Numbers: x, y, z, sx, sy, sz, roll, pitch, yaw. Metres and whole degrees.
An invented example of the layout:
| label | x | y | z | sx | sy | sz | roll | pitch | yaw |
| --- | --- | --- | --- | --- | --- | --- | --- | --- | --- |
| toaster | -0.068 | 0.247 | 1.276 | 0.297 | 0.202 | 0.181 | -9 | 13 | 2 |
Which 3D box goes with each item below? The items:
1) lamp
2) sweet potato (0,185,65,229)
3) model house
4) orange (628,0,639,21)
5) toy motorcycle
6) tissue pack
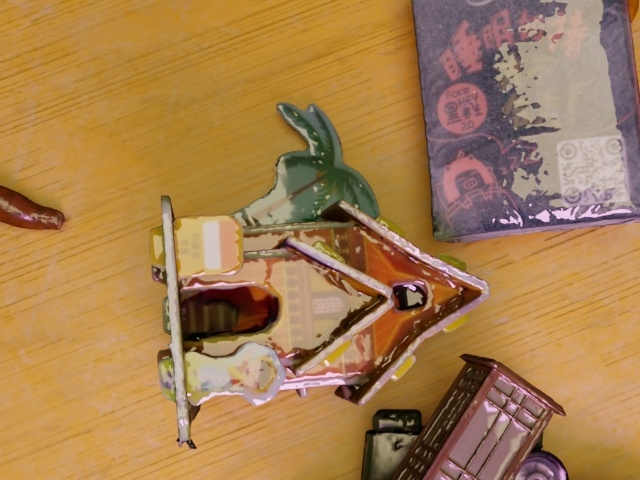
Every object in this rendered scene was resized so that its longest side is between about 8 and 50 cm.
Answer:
| label | x | y | z | sx | sy | sz | roll | pitch | yaw |
| --- | --- | --- | --- | --- | --- | --- | --- | --- | --- |
| lamp | 0.092 | 0.261 | 0.769 | 0.090 | 0.089 | 0.325 | 36 | 81 | -6 |
| sweet potato | -0.421 | -0.052 | 0.949 | 0.264 | 0.057 | 0.057 | 11 | 82 | 3 |
| model house | 0.000 | 0.000 | 0.832 | 0.324 | 0.300 | 0.340 | -4 | 86 | -9 |
| orange | 0.324 | -0.274 | 0.972 | 0.083 | 0.070 | 0.083 | -2 | 84 | 16 |
| toy motorcycle | 0.111 | 0.256 | 0.873 | 0.275 | 0.127 | 0.205 | 7 | 85 | -2 |
| tissue pack | 0.223 | -0.163 | 0.911 | 0.228 | 0.103 | 0.315 | -6 | 86 | 15 |
